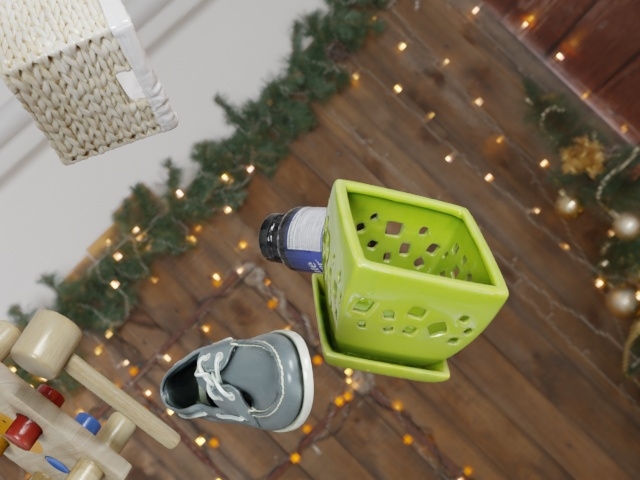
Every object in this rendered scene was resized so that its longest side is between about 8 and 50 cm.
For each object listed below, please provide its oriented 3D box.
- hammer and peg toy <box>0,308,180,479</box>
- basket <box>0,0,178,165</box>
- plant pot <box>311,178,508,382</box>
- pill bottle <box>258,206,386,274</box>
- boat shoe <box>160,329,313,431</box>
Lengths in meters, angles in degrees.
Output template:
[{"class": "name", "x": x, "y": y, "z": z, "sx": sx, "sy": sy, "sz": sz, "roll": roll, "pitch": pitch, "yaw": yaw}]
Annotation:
[{"class": "hammer and peg toy", "x": -0.351, "y": 0.225, "z": 1.023, "sx": 0.361, "sy": 0.266, "sz": 0.127, "roll": -27, "pitch": 24, "yaw": 50}, {"class": "basket", "x": -0.493, "y": -0.381, "z": 1.696, "sx": 0.266, "sy": 0.331, "sz": 0.328, "roll": -26, "pitch": -30, "yaw": -6}, {"class": "plant pot", "x": 0.106, "y": 0.069, "z": 1.214, "sx": 0.228, "sy": 0.227, "sz": 0.207, "roll": -100, "pitch": 26, "yaw": -54}, {"class": "pill bottle", "x": 0.000, "y": 0.000, "z": 1.505, "sx": 0.219, "sy": 0.123, "sz": 0.123, "roll": 3, "pitch": 31, "yaw": 37}, {"class": "boat shoe", "x": -0.106, "y": 0.173, "z": 0.991, "sx": 0.099, "sy": 0.116, "sz": 0.319, "roll": -2, "pitch": -9, "yaw": -27}]
